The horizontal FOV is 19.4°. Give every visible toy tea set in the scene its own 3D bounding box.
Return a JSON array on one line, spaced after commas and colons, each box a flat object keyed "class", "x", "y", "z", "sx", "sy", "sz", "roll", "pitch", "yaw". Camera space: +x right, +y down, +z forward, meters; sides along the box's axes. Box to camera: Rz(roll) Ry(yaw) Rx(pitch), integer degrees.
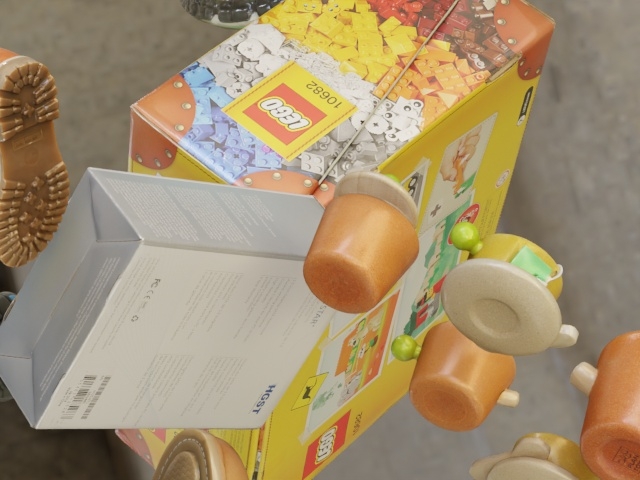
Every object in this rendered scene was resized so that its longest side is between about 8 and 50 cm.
[{"class": "toy tea set", "x": 0.145, "y": 0.063, "z": 1.344, "sx": 0.200, "sy": 0.124, "sz": 0.336, "roll": -23, "pitch": 116, "yaw": 45}]

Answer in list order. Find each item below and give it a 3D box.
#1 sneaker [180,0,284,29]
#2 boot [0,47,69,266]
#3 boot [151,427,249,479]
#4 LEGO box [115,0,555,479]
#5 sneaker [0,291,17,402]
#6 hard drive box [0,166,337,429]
[{"class": "sneaker", "x": 0.029, "y": -0.266, "z": 2.058, "sx": 0.182, "sy": 0.410, "sz": 0.158, "roll": 42, "pitch": -120, "yaw": -52}, {"class": "boot", "x": -0.218, "y": -0.061, "z": 1.272, "sx": 0.084, "sy": 0.059, "sz": 0.158, "roll": 28, "pitch": 127, "yaw": 38}, {"class": "boot", "x": 0.008, "y": 0.252, "z": 1.196, "sx": 0.109, "sy": 0.220, "sz": 0.283, "roll": -29, "pitch": 69, "yaw": 56}, {"class": "LEGO box", "x": 0.000, "y": 0.000, "z": 1.817, "sx": 0.193, "sy": 0.372, "sz": 0.500, "roll": 37, "pitch": 145, "yaw": 21}, {"class": "sneaker", "x": -0.437, "y": 0.162, "z": 2.137, "sx": 0.341, "sy": 0.140, "sz": 0.125, "roll": -48, "pitch": -59, "yaw": -58}, {"class": "hard drive box", "x": -0.106, "y": 0.051, "z": 1.416, "sx": 0.089, "sy": 0.232, "sz": 0.181, "roll": 51, "pitch": 119, "yaw": 36}]
